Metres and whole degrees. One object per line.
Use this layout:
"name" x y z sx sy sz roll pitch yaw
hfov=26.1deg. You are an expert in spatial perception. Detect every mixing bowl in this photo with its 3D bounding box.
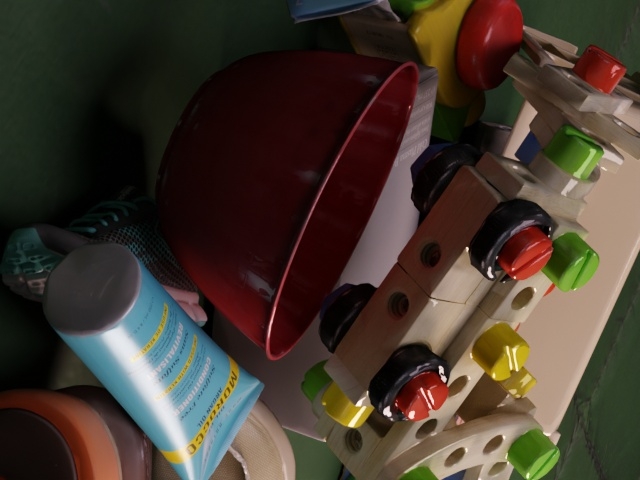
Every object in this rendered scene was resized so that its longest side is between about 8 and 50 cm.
"mixing bowl" -0.028 -0.035 0.765 0.181 0.098 0.181 -61 169 -20

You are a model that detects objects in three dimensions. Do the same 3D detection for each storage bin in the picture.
"storage bin" 0.160 -0.018 1.073 0.260 0.123 0.262 -86 -164 -74

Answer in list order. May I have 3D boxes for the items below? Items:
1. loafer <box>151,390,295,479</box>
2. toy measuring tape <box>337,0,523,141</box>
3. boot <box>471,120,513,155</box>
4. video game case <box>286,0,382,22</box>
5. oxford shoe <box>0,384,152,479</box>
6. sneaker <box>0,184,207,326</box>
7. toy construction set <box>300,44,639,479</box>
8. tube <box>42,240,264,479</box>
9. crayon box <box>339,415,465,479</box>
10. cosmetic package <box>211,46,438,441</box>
"loafer" -0.077 0.194 0.915 0.092 0.102 0.268 -53 149 -44
"toy measuring tape" 0.065 -0.182 0.941 0.121 0.121 0.330 -63 150 -16
"boot" 0.170 -0.004 1.312 0.189 0.076 0.208 6 94 -65
"video game case" 0.039 -0.280 0.781 0.244 0.061 0.269 -30 111 -52
"oxford shoe" -0.160 0.259 0.776 0.133 0.130 0.364 4 104 -70
"sneaker" -0.120 0.003 0.777 0.166 0.065 0.076 27 63 -64
"toy construction set" 0.105 0.034 0.845 0.215 0.151 0.328 11 105 -48
"tube" -0.084 0.072 0.753 0.080 0.052 0.207 -54 150 -15
"crayon box" 0.084 0.233 1.269 0.165 0.081 0.278 8 99 -64
"cosmetic package" 0.000 0.000 0.940 0.127 0.107 0.238 -36 134 -55
